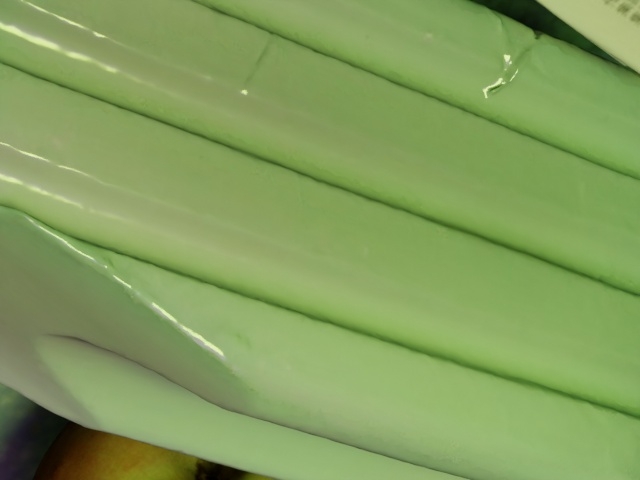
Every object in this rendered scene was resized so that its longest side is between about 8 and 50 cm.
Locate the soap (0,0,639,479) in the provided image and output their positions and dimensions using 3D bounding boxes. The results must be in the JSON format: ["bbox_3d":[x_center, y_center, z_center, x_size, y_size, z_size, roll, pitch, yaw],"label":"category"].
[{"bbox_3d":[-0.009,-0.012,0.739,0.347,0.208,0.115,19,153,-28],"label":"soap"}]

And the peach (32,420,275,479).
[{"bbox_3d":[-0.054,0.151,0.837,0.184,0.184,0.184,-9,121,-16],"label":"peach"}]

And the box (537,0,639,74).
[{"bbox_3d":[0.134,-0.231,0.723,0.203,0.116,0.274,27,107,-30],"label":"box"}]
